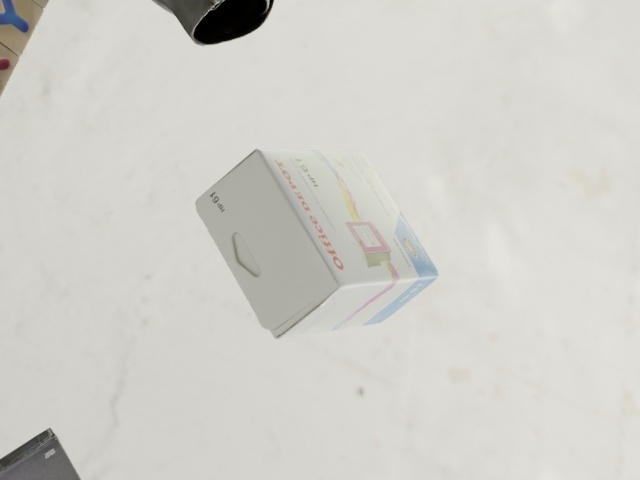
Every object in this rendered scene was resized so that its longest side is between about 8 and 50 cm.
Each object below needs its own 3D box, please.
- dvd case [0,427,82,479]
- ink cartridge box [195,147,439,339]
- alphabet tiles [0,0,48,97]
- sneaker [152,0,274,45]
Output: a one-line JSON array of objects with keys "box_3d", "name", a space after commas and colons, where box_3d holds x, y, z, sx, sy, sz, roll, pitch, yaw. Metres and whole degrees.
[{"box_3d": [-0.206, 0.249, 1.110, 0.164, 0.018, 0.221, -33, -52, -15], "name": "dvd case"}, {"box_3d": [0.000, 0.000, 0.895, 0.088, 0.052, 0.122, 58, -154, 14], "name": "ink cartridge box"}, {"box_3d": [-0.394, -0.286, 1.556, 0.342, 0.011, 0.285, 37, -110, -41], "name": "alphabet tiles"}, {"box_3d": [-0.039, -0.250, 1.331, 0.118, 0.222, 0.083, 52, -175, 37], "name": "sneaker"}]
